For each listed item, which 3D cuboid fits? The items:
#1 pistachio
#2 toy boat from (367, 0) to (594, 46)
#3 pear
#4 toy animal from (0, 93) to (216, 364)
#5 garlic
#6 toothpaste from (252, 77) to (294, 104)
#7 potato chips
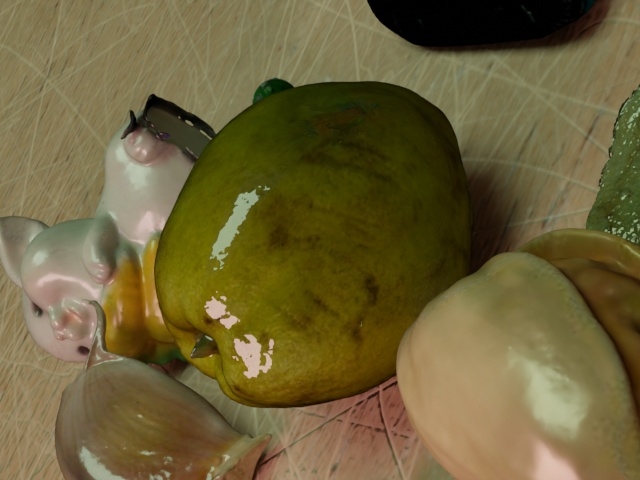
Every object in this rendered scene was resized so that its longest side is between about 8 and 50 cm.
[{"bbox_3d":[0.181,0.111,1.294,0.230,0.230,0.309,-56,38,0],"label":"pistachio"},{"bbox_3d":[0.158,-0.265,1.720,0.092,0.134,0.299,-30,21,-30],"label":"toy boat"},{"bbox_3d":[0.000,0.000,1.548,0.269,0.269,0.321,2,42,51],"label":"pear"},{"bbox_3d":[-0.210,0.011,1.865,0.310,0.183,0.247,-48,30,20],"label":"toy animal"},{"bbox_3d":[-0.189,0.182,1.704,0.266,0.128,0.148,40,59,22],"label":"garlic"},{"bbox_3d":[-0.052,-0.107,1.828,0.078,0.047,0.248,-45,18,22],"label":"toothpaste"},{"bbox_3d":[0.279,-0.068,1.471,0.142,0.026,0.209,-28,41,39],"label":"potato chips"}]
